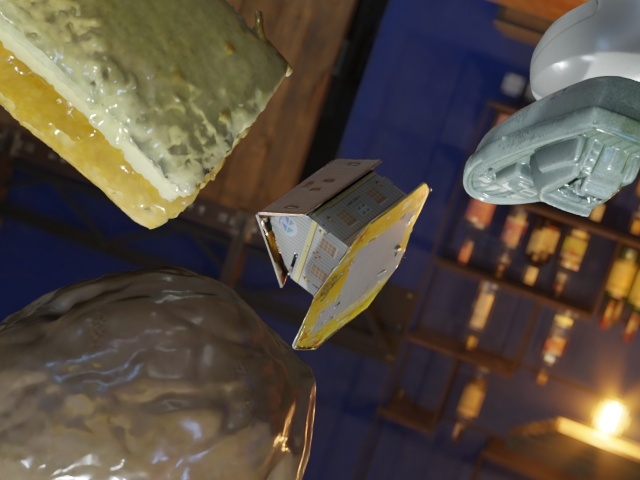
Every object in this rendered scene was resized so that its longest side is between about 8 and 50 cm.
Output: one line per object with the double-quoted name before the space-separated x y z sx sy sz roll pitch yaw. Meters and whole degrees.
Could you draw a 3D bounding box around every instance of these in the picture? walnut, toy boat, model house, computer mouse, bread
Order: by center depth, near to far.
"walnut" -0.131 0.137 0.914 0.273 0.273 0.227 16 -144 -20
"toy boat" 0.162 -0.055 0.944 0.078 0.085 0.260 19 169 -12
"computer mouse" 0.317 -0.160 1.059 0.296 0.121 0.184 -20 164 9
"bread" -0.215 -0.213 1.218 0.375 0.237 0.165 43 142 -12
"model house" 0.000 0.000 1.527 0.136 0.207 0.219 38 -132 18
